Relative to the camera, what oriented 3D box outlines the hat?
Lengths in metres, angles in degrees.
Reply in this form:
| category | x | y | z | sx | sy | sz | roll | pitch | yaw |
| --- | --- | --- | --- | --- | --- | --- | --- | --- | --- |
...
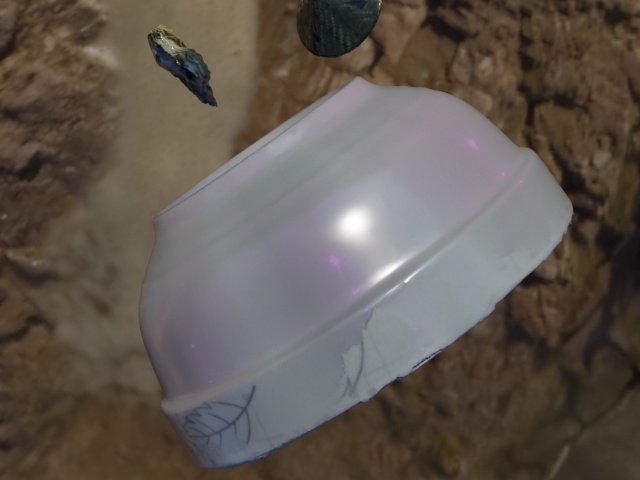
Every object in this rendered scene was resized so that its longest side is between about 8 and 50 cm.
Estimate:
| category | x | y | z | sx | sy | sz | roll | pitch | yaw |
| --- | --- | --- | --- | --- | --- | --- | --- | --- | --- |
| hat | 0.007 | -0.334 | 1.824 | 0.146 | 0.067 | 0.146 | -8 | 75 | 33 |

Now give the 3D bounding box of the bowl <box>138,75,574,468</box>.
| category | x | y | z | sx | sy | sz | roll | pitch | yaw |
| --- | --- | --- | --- | --- | --- | --- | --- | --- | --- |
| bowl | 0.000 | 0.000 | 0.811 | 0.287 | 0.287 | 0.144 | -31 | 98 | 26 |

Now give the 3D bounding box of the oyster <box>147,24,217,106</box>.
| category | x | y | z | sx | sy | sz | roll | pitch | yaw |
| --- | --- | --- | --- | --- | --- | --- | --- | --- | --- |
| oyster | -0.200 | -0.256 | 1.832 | 0.053 | 0.108 | 0.165 | -49 | 60 | 2 |
